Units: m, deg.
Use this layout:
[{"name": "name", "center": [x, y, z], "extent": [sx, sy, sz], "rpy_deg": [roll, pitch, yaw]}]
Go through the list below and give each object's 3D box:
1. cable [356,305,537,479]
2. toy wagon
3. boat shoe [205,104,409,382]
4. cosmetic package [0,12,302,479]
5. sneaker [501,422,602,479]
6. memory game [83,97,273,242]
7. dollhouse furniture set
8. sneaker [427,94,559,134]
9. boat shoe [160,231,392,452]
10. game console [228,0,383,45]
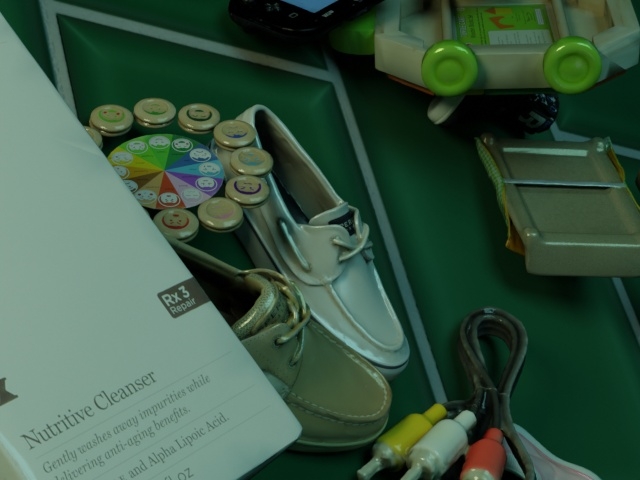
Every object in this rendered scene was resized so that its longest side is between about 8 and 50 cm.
[{"name": "cable", "center": [0.146, 0.143, 1.272], "extent": [0.139, 0.072, 0.287], "rpy_deg": [15, 40, 19]}, {"name": "toy wagon", "center": [0.151, -0.222, 1.518], "extent": [0.344, 0.068, 0.267], "rpy_deg": [-1, 29, 5]}, {"name": "boat shoe", "center": [0.000, 0.000, 1.271], "extent": [0.096, 0.088, 0.267], "rpy_deg": [-19, 71, -49]}, {"name": "cosmetic package", "center": [-0.220, 0.048, 0.974], "extent": [0.385, 0.156, 0.217], "rpy_deg": [53, 41, 7]}, {"name": "sneaker", "center": [0.200, 0.223, 1.292], "extent": [0.134, 0.051, 0.070], "rpy_deg": [35, 35, -2]}, {"name": "memory game", "center": [-0.129, -0.061, 1.197], "extent": [0.186, 0.012, 0.186], "rpy_deg": [5, 41, -4]}, {"name": "dollhouse furniture set", "center": [0.313, 0.004, 1.578], "extent": [0.301, 0.151, 0.197], "rpy_deg": [2, 38, -14]}, {"name": "sneaker", "center": [0.203, -0.155, 1.602], "extent": [0.121, 0.079, 0.217], "rpy_deg": [43, 38, -3]}, {"name": "boat shoe", "center": [-0.057, 0.076, 1.145], "extent": [0.302, 0.098, 0.109], "rpy_deg": [28, 42, -22]}, {"name": "game console", "center": [0.059, -0.280, 1.518], "extent": [0.213, 0.044, 0.361], "rpy_deg": [17, 36, 32]}]
